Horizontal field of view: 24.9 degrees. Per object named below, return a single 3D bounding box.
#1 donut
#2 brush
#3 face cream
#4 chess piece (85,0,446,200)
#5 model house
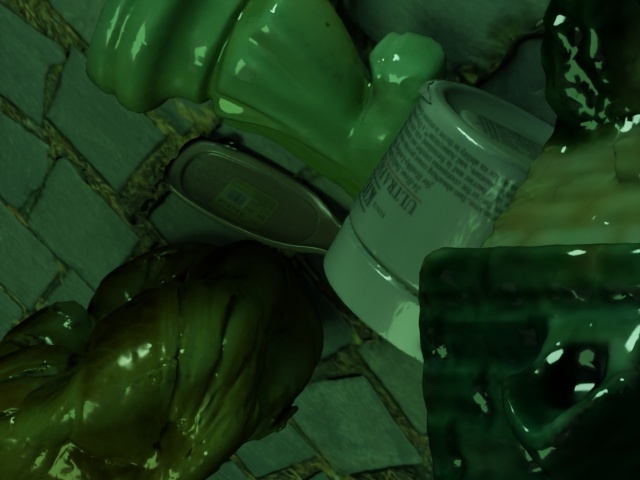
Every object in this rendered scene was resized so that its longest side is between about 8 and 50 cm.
[{"bbox_3d":[-0.169,0.121,1.318,0.360,0.360,0.170,-9,114,49],"label":"donut"},{"bbox_3d":[0.001,-0.001,1.270,0.313,0.072,0.067,27,163,21],"label":"brush"},{"bbox_3d":[0.113,-0.005,1.003,0.177,0.177,0.153,35,108,16],"label":"face cream"},{"bbox_3d":[-0.014,-0.124,1.104,0.298,0.175,0.175,29,143,2],"label":"chess piece"},{"bbox_3d":[0.267,0.036,0.696,0.445,0.400,0.395,1,136,47],"label":"model house"}]
